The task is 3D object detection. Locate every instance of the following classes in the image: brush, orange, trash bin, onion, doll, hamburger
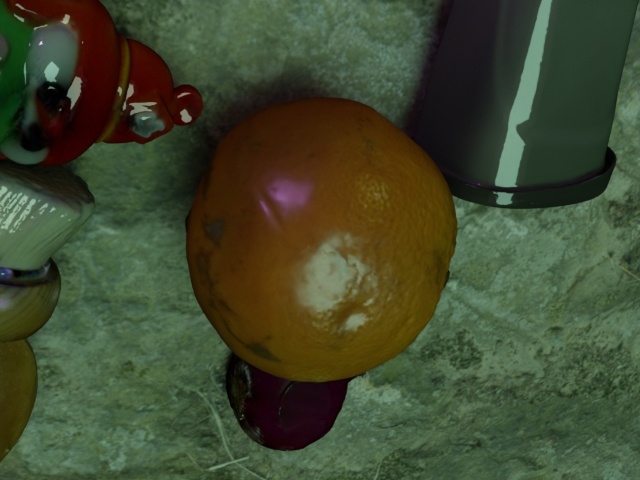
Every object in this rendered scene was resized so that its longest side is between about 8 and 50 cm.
[{"bbox_3d":[-0.376,-0.017,0.793,0.267,0.174,0.166,17,104,-21],"label":"brush"},{"bbox_3d":[0.000,0.000,0.878,0.312,0.312,0.312,-12,125,-17],"label":"orange"},{"bbox_3d":[0.236,-0.191,0.933,0.219,0.220,0.250,-2,114,-25],"label":"trash bin"},{"bbox_3d":[-0.016,0.202,1.123,0.218,0.140,0.195,-4,116,-26],"label":"onion"},{"bbox_3d":[-0.277,-0.159,0.740,0.363,0.160,0.182,9,125,-32],"label":"doll"},{"bbox_3d":[-0.417,0.195,0.920,0.156,0.144,0.283,31,103,-37],"label":"hamburger"}]
